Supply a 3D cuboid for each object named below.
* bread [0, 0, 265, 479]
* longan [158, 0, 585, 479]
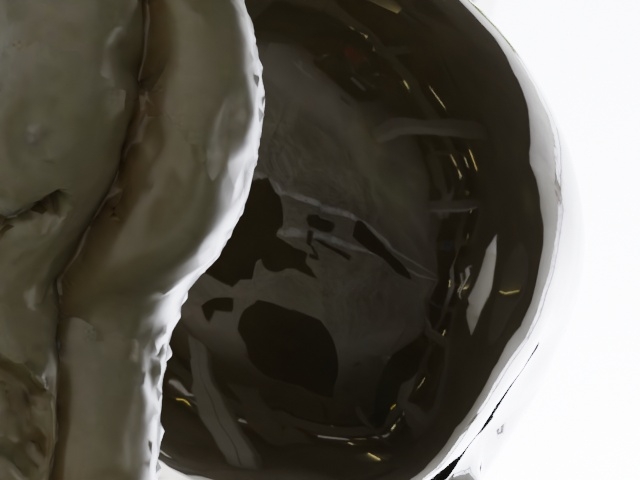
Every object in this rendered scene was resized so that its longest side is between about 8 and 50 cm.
[{"bbox_3d":[-0.134,0.039,0.511,0.337,0.102,0.183,-36,-124,41],"label":"bread"},{"bbox_3d":[0.000,0.000,0.873,0.288,0.350,0.288,-7,-116,15],"label":"longan"}]
